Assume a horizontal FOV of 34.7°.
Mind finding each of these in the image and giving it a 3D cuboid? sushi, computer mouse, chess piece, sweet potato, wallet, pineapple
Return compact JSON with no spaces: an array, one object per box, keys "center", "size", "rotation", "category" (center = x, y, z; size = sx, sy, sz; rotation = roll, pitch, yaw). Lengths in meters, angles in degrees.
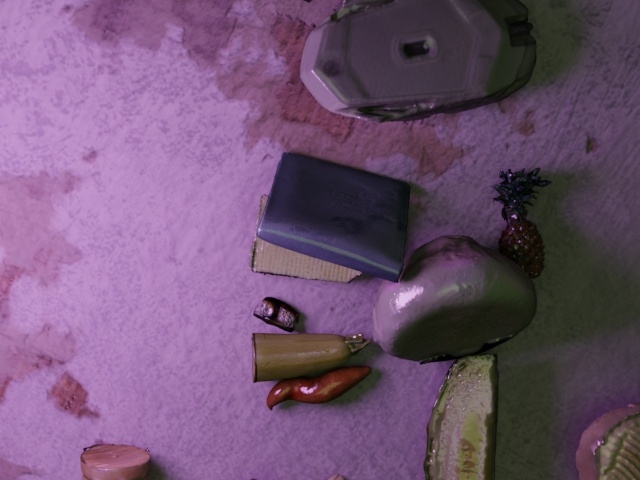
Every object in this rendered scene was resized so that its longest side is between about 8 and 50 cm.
[{"center":[-0.079,0.134,1.887],"size":[0.083,0.044,0.046],"rotation":[26,72,-3],"category":"sushi"},{"center":[0.166,-0.323,1.801],"size":[0.429,0.145,0.228],"rotation":[-11,86,-10],"category":"computer mouse"},{"center":[-0.378,0.532,1.872],"size":[0.137,0.137,0.300],"rotation":[3,98,1],"category":"chess piece"},{"center":[-0.003,0.270,1.880],"size":[0.202,0.058,0.055],"rotation":[-13,114,1],"category":"sweet potato"},{"center":[0.029,-0.047,1.760],"size":[0.251,0.290,0.054],"rotation":[17,122,-2],"category":"wallet"},{"center":[0.363,-0.022,1.838],"size":[0.083,0.103,0.221],"rotation":[-6,93,-33],"category":"pineapple"}]

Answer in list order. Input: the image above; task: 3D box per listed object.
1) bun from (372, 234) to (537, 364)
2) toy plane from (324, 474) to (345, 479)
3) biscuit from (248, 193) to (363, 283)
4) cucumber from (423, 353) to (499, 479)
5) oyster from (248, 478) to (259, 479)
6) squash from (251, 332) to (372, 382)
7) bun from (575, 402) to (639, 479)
[{"center":[0.220,0.084,1.785],"size":[0.293,0.293,0.187],"rotation":[-16,59,2],"category":"bun"},{"center":[-0.015,0.542,1.850],"size":[0.104,0.242,0.256],"rotation":[25,65,31],"category":"toy plane"},{"center":[0.000,0.000,1.867],"size":[0.250,0.046,0.147],"rotation":[6,92,1],"category":"biscuit"},{"center":[0.263,0.356,1.859],"size":[0.145,0.105,0.325],"rotation":[4,96,7],"category":"cucumber"},{"center":[-0.136,0.536,1.888],"size":[0.162,0.107,0.232],"rotation":[12,111,-10],"category":"oyster"},{"center":[-0.018,0.200,1.862],"size":[0.224,0.094,0.094],"rotation":[-7,93,-4],"category":"squash"},{"center":[0.578,0.410,1.833],"size":[0.260,0.152,0.259],"rotation":[1,86,-9],"category":"bun"}]
